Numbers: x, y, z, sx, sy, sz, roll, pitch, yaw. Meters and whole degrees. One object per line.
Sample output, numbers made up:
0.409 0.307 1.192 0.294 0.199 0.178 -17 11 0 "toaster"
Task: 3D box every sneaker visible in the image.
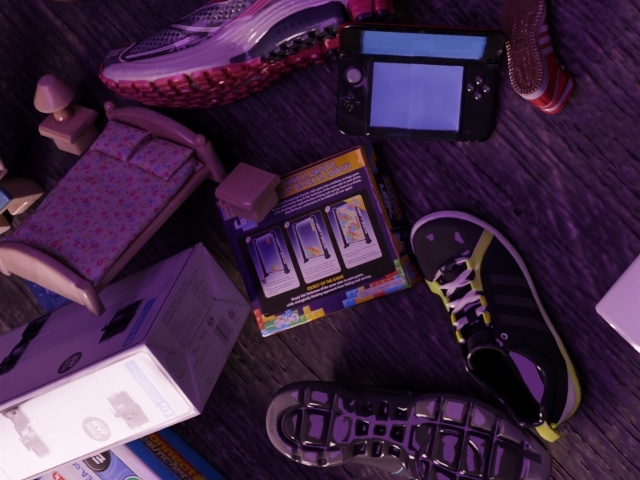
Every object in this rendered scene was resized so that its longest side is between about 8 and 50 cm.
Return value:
0.193 -0.168 1.564 0.042 0.067 0.118 -14 62 30 "sneaker"
0.088 0.174 1.639 0.267 0.106 0.101 13 98 16 "sneaker"
0.156 0.072 1.585 0.084 0.097 0.234 -40 80 26 "sneaker"
-0.071 -0.202 1.653 0.299 0.121 0.112 -18 76 21 "sneaker"

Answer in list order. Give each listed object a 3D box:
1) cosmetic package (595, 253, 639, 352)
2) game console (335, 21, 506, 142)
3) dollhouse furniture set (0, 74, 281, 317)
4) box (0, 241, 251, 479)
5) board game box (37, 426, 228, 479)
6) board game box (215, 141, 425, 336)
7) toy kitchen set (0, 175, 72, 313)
0.394 -0.079 1.336 0.097 0.284 0.377 44 114 15 "cosmetic package"
0.086 -0.138 1.559 0.144 0.085 0.124 4 111 2 "game console"
-0.275 -0.044 1.631 0.355 0.303 0.174 20 148 35 "dollhouse furniture set"
-0.222 0.127 1.690 0.290 0.169 0.087 -24 114 32 "box"
-0.183 0.367 1.813 0.308 0.086 0.302 41 114 15 "board game box"
0.000 0.000 1.680 0.170 0.048 0.141 -20 87 28 "board game box"
-0.359 0.051 1.827 0.207 0.122 0.166 -40 80 27 "toy kitchen set"
